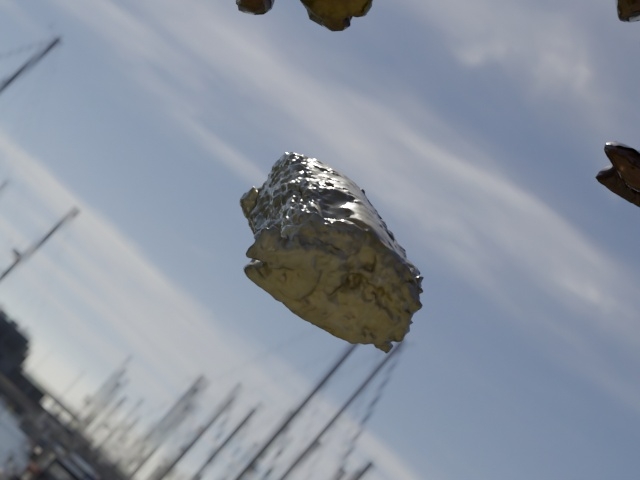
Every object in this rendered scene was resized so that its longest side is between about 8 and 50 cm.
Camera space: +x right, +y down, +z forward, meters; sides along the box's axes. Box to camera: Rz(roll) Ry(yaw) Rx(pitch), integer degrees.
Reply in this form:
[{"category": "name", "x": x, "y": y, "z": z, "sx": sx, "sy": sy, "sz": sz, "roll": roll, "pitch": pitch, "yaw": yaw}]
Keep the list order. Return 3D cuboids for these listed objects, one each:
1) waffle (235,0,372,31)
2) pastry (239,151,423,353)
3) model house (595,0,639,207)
[{"category": "waffle", "x": -0.010, "y": -0.163, "z": 0.481, "sx": 0.197, "sy": 0.193, "sz": 0.070, "roll": 21, "pitch": 35, "yaw": -15}, {"category": "pastry", "x": 0.004, "y": 0.005, "z": 1.081, "sx": 0.121, "sy": 0.089, "sz": 0.258, "roll": 46, "pitch": 6, "yaw": -11}, {"category": "model house", "x": 0.269, "y": -0.055, "z": 0.827, "sx": 0.219, "sy": 0.229, "sz": 0.199, "roll": -4, "pitch": -14, "yaw": 22}]
